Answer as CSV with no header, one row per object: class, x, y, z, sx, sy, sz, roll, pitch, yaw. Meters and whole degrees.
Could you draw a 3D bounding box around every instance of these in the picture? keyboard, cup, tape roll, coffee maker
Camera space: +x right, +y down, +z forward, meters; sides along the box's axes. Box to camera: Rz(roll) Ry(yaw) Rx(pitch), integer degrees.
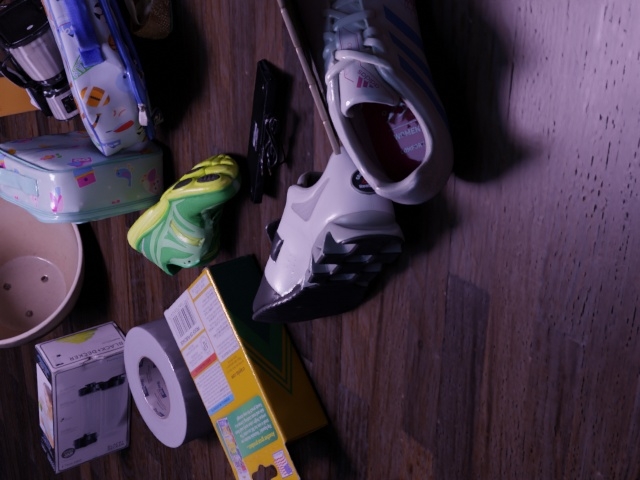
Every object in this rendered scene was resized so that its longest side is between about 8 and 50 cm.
keyboard,-0.068,-0.133,1.283,0.100,0.038,0.192,-111,24,-50
cup,-0.619,0.075,1.959,0.331,0.331,0.237,61,170,16
tape roll,-0.259,0.244,1.690,0.219,0.072,0.219,29,128,45
coffee maker,-0.464,-0.313,1.647,0.178,0.120,0.171,67,-173,-47

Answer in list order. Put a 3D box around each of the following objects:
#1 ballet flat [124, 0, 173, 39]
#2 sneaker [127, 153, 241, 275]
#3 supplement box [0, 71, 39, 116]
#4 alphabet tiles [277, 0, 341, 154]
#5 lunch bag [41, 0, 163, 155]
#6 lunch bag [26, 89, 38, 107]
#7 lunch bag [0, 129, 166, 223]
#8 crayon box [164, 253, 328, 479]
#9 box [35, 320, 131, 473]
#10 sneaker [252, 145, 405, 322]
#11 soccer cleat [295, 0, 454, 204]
ballet flat,-0.250,-0.385,1.382,0.073,0.067,0.206,23,124,46
sneaker,-0.181,-0.033,1.441,0.123,0.109,0.295,48,144,-5
supplement box,-0.650,-0.271,1.863,0.080,0.233,0.078,16,118,51
alphabet tiles,-0.020,-0.222,1.029,0.237,0.009,0.198,-96,-14,-62
lunch bag,-0.329,-0.284,1.430,0.243,0.115,0.303,101,147,-71
lunch bag,-0.522,-0.286,1.839,0.071,0.053,0.083,-23,95,58
lunch bag,-0.400,-0.107,1.589,0.279,0.224,0.108,18,120,50
crayon box,-0.107,0.208,1.442,0.203,0.083,0.323,-41,70,55
box,-0.470,0.314,1.946,0.087,0.169,0.290,45,140,38
sneaker,0.000,0.000,1.182,0.330,0.122,0.146,-47,48,54
soccer cleat,0.045,-0.192,0.962,0.116,0.143,0.331,-23,91,21
